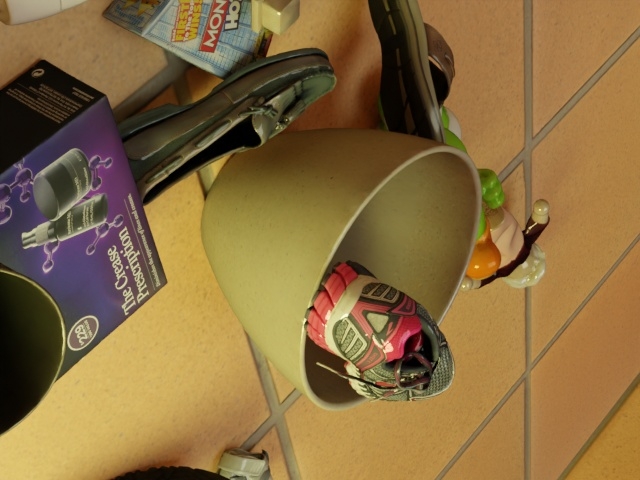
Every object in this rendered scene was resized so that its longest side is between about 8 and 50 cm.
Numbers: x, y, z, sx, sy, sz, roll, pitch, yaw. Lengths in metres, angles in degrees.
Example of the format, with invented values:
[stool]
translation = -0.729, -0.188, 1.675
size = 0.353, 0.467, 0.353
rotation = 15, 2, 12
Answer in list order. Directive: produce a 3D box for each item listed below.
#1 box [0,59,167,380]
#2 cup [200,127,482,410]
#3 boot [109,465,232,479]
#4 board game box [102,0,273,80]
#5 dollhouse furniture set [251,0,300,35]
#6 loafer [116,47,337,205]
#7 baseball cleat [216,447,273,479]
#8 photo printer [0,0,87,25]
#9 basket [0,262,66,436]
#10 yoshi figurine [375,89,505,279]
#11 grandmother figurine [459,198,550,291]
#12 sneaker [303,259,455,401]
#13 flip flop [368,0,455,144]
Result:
[box]
translation = -0.266, -0.007, 1.103
size = 0.184, 0.103, 0.261
rotation = -41, 144, -26
[cup]
translation = 0.000, 0.000, 1.368
size = 0.331, 0.237, 0.331
rotation = -35, 140, -36
[boot]
translation = -0.255, 0.439, 1.447
size = 0.348, 0.131, 0.260
rotation = -10, 117, -40
[board game box]
translation = -0.117, -0.252, 1.161
size = 0.194, 0.060, 0.194
rotation = -6, 120, -55
[dollhouse furniture set]
translation = -0.016, -0.435, 1.108
size = 0.303, 0.174, 0.355
rotation = -48, 160, -29
[loafer]
translation = -0.094, -0.112, 1.205
size = 0.268, 0.084, 0.096
rotation = -25, 154, -15
[baseball cleat]
translation = -0.147, 0.358, 1.627
size = 0.206, 0.072, 0.109
rotation = -31, 124, -48
[photo printer]
translation = -0.175, -0.305, 0.887
size = 0.256, 0.107, 0.307
rotation = -36, 166, -17
[basket]
translation = -0.343, 0.043, 0.902
size = 0.154, 0.227, 0.204
rotation = -60, 149, -1
[yoshi figurine]
translation = 0.148, -0.059, 1.592
size = 0.203, 0.203, 0.362
rotation = -42, 142, -17
[grandmother figurine]
translation = 0.312, 0.007, 1.986
size = 0.208, 0.104, 0.342
rotation = -35, 154, 10
[sneaker]
translation = 0.085, 0.125, 1.256
size = 0.120, 0.112, 0.299
rotation = -59, 150, -4
[flip flop]
translation = 0.119, -0.222, 1.400
size = 0.080, 0.112, 0.277
rotation = -12, 92, -22
